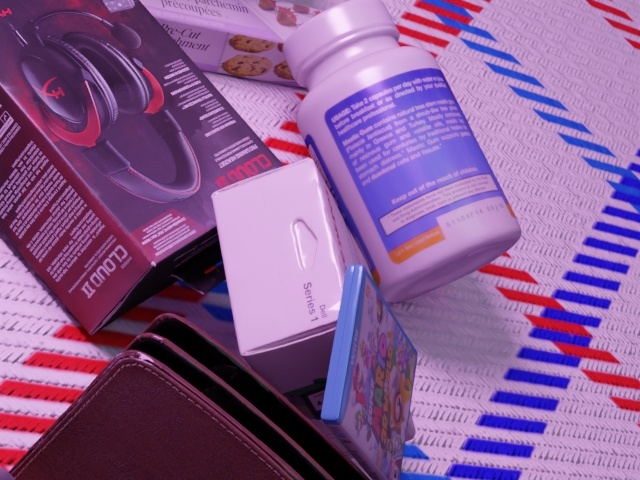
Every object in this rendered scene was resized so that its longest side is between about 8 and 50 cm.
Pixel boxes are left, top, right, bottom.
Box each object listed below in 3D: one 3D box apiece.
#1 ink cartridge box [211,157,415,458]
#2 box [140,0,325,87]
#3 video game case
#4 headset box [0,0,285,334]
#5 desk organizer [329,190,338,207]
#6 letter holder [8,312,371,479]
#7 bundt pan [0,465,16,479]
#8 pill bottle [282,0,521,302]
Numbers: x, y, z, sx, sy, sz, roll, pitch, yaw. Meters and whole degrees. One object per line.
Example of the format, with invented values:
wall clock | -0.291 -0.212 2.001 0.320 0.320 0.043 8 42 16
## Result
ink cartridge box | -0.004 0.062 1.219 0.219 0.092 0.160 61 13 -54
box | -0.079 -0.207 1.511 0.324 0.067 0.063 6 52 -40
video game case | 0.039 0.106 1.113 0.166 0.015 0.119 57 39 -58
headset box | -0.177 -0.074 1.260 0.293 0.110 0.218 49 37 5
desk organizer | 0.000 0.000 1.404 0.047 0.050 0.130 -13 66 -48
letter holder | -0.039 0.190 1.062 0.302 0.214 0.152 44 38 -2
bundt pan | -0.219 0.245 0.846 0.331 0.124 0.331 43 23 -23
pill bottle | 0.070 -0.091 1.443 0.152 0.152 0.272 -12 73 -48
